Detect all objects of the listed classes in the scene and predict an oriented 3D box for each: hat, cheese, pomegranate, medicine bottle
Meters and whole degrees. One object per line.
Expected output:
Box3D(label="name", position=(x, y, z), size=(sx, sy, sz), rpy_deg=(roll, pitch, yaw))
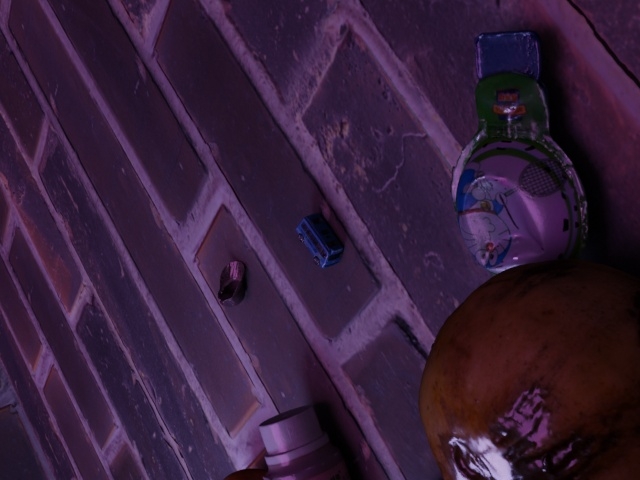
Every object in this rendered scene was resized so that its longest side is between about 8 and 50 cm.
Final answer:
Box3D(label="hat", position=(-0.156, 0.083, 1.689), size=(0.058, 0.042, 0.087), rpy_deg=(14, 82, 42))
Box3D(label="cheese", position=(0.224, -0.081, 1.058), size=(0.203, 0.083, 0.321), rpy_deg=(12, 114, 51))
Box3D(label="pomegranate", position=(0.254, 0.172, 0.963), size=(0.322, 0.322, 0.322), rpy_deg=(26, 125, 45))
Box3D(label="medicine bottle", position=(-0.019, 0.415, 1.553), size=(0.147, 0.147, 0.247), rpy_deg=(-22, 87, 55))

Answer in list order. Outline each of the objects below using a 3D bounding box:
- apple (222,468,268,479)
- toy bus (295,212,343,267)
Box3D(label="apple", position=(-0.133, 0.530, 1.740), size=(0.199, 0.199, 0.199), rpy_deg=(26, 125, 45))
Box3D(label="toy bus", position=(0.000, 0.000, 1.435), size=(0.083, 0.038, 0.046), rpy_deg=(55, 138, 21))
